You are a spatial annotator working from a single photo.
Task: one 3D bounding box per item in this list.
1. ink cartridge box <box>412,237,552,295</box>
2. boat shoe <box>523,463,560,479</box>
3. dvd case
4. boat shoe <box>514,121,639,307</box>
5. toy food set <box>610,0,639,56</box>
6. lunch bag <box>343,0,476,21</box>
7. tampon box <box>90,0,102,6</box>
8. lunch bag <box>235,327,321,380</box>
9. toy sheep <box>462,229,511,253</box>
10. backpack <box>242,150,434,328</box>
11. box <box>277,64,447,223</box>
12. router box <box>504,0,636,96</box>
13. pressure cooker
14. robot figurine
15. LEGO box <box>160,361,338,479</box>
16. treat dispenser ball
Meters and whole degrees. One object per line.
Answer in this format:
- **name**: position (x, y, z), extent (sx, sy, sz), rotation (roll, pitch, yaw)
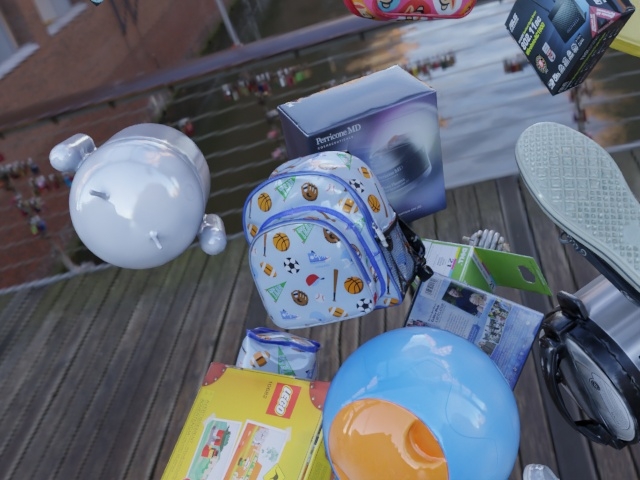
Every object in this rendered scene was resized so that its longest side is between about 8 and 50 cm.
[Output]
- **ink cartridge box**: position (0.336, 0.094, 1.665), extent (0.255, 0.189, 0.097), rotation (10, 66, 34)
- **boat shoe**: position (0.502, 0.557, 1.493), extent (0.103, 0.320, 0.118), rotation (-38, -12, 24)
- **dvd case**: position (0.293, 0.182, 1.572), extent (0.252, 0.181, 0.022), rotation (21, 14, 10)
- **boat shoe**: position (0.585, -0.039, 1.632), extent (0.186, 0.156, 0.500), rotation (-38, 72, -7)
- **toy food set**: position (0.500, -0.346, 1.201), extent (0.217, 0.128, 0.071), rotation (26, 23, 13)
- **lunch bag**: position (0.164, -0.496, 1.245), extent (0.258, 0.293, 0.120), rotation (-8, 18, -30)
- **tampon box**: position (-0.439, -0.554, 1.487), extent (0.120, 0.161, 0.102), rotation (-32, 38, 26)
- **lunch bag**: position (-0.128, 0.410, 2.134), extent (0.238, 0.328, 0.385), rotation (15, -3, 7)
- **toy sheep**: position (0.439, 0.011, 2.083), extent (0.132, 0.091, 0.091), rotation (22, 43, 16)
- **backpack**: position (0.000, 0.000, 1.251), extent (0.276, 0.264, 0.213), rotation (-16, 12, 24)
- **box**: position (0.094, -0.175, 1.688), extent (0.296, 0.294, 0.183), rotation (-22, 35, -14)
- **router box**: position (0.222, -0.203, 0.718), extent (0.038, 0.122, 0.092), rotation (-24, 73, -13)
- **pressure cooker**: position (0.717, 0.268, 1.844), extent (0.420, 0.375, 0.370), rotation (-33, 65, -8)
- **robot figurine**: position (-0.280, -0.074, 1.256), extent (0.200, 0.299, 0.353), rotation (-60, 11, 12)
- **LEGO box**: position (-0.132, 0.518, 1.551), extent (0.372, 0.193, 0.501), rotation (1, 60, 42)
- **treat dispenser ball**: position (0.146, 0.271, 1.159), extent (0.288, 0.288, 0.288), rotation (-14, 29, 8)
